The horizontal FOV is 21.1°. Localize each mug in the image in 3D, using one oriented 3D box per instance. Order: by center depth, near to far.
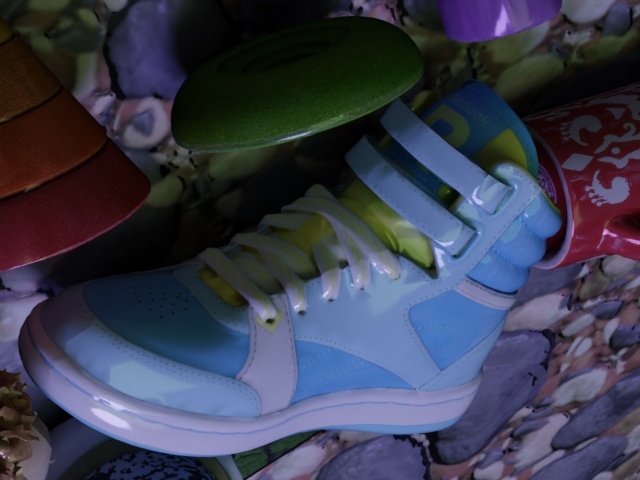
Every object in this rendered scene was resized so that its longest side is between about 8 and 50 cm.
[{"bbox_3d":[0.204,-0.042,1.026,0.169,0.150,0.113,-14,111,-23],"label":"mug"}]

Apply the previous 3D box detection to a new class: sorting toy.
[{"bbox_3d":[-0.047,-0.110,0.806,0.366,0.127,0.126,-26,111,-22],"label":"sorting toy"}]

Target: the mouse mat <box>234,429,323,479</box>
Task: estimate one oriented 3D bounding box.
[{"bbox_3d":[-0.050,0.102,1.065,0.190,0.007,0.152,-33,142,-10],"label":"mouse mat"}]

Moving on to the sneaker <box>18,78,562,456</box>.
[{"bbox_3d":[0.000,0.000,0.914,0.319,0.127,0.208,0,127,-47],"label":"sneaker"}]

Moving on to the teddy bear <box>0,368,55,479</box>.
[{"bbox_3d":[-0.254,0.100,0.726,0.338,0.245,0.113,7,158,-44],"label":"teddy bear"}]

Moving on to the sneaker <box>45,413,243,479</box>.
[{"bbox_3d":[-0.167,0.277,0.928,0.158,0.182,0.410,30,90,-21],"label":"sneaker"}]
